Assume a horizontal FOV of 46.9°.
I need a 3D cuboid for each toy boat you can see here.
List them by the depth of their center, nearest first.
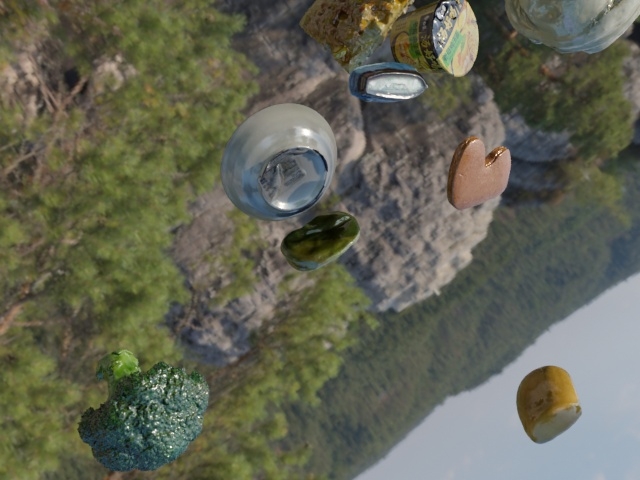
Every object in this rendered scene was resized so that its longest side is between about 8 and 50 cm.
[{"bbox_3d":[0.102,-0.240,1.118,0.137,0.061,0.060,-9,117,-27],"label":"toy boat"}]

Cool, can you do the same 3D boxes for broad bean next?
[{"bbox_3d":[0.001,0.001,1.861,0.206,0.153,0.072,-25,144,5],"label":"broad bean"}]

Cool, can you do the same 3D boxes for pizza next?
[{"bbox_3d":[0.078,-0.515,1.572,0.087,0.268,0.258,30,107,-38],"label":"pizza"}]

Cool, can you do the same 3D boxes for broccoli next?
[{"bbox_3d":[-0.397,0.362,1.641,0.297,0.297,0.298,-24,146,-18],"label":"broccoli"}]

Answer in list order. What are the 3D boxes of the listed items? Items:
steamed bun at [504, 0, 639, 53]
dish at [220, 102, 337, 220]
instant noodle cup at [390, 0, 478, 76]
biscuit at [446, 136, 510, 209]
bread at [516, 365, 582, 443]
[{"bbox_3d":[0.632,-0.574,1.801,0.339,0.247,0.352,-19,-152,-7],"label":"steamed bun"},{"bbox_3d":[-0.079,-0.165,1.778,0.316,0.106,0.317,-14,126,-20],"label":"dish"},{"bbox_3d":[0.214,-0.387,1.411,0.151,0.152,0.122,-25,-157,-39],"label":"instant noodle cup"},{"bbox_3d":[0.372,-0.162,1.696,0.192,0.036,0.186,-20,131,-30],"label":"biscuit"},{"bbox_3d":[0.502,0.355,1.653,0.147,0.098,0.217,-41,-173,13],"label":"bread"}]
